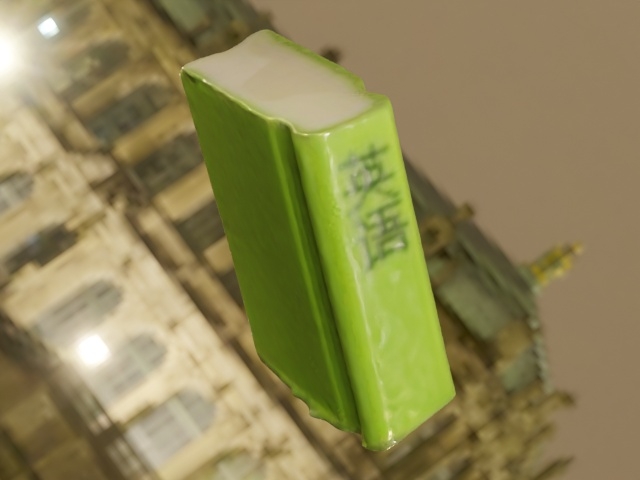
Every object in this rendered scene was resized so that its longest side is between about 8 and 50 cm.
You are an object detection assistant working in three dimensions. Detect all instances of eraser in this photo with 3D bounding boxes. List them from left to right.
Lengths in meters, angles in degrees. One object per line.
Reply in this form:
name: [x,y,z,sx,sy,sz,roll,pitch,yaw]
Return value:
eraser: [0.000,0.000,1.370,0.210,0.092,0.274,35,-36,54]
